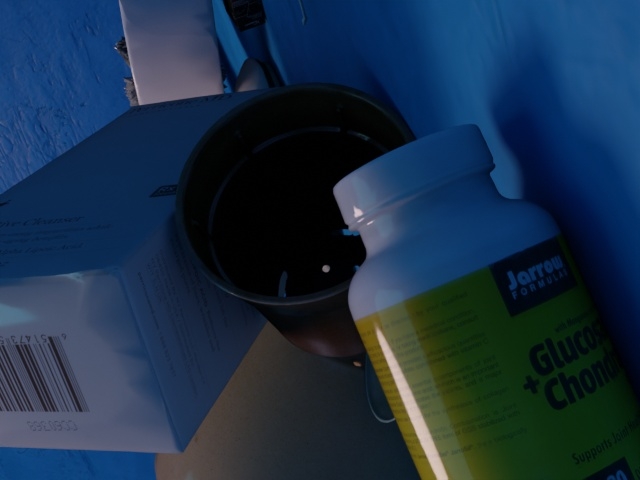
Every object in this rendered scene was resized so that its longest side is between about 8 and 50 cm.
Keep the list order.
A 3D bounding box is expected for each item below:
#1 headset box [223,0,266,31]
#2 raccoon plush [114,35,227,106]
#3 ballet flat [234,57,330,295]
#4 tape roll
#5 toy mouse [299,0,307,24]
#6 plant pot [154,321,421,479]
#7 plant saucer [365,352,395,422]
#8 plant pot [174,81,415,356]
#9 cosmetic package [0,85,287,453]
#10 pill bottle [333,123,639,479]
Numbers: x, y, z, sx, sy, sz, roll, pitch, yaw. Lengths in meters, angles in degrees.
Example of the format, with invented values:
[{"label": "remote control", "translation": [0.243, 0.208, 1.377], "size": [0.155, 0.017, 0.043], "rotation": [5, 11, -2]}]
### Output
[{"label": "headset box", "translation": [-0.090, -0.273, 0.887], "size": [0.062, 0.032, 0.083], "rotation": [-122, 13, -50]}, {"label": "raccoon plush", "translation": [-0.168, -0.198, 1.332], "size": [0.446, 0.216, 0.299], "rotation": [14, 118, 52]}, {"label": "ballet flat", "translation": [-0.052, -0.013, 1.003], "size": [0.139, 0.139, 0.400], "rotation": [-150, 39, -78]}, {"label": "tape roll", "translation": [-0.180, -0.274, 1.013], "size": [0.286, 0.100, 0.286], "rotation": [171, 90, -84]}, {"label": "toy mouse", "translation": [-0.049, -0.252, 0.666], "size": [0.143, 0.031, 0.161], "rotation": [-126, 15, -60]}, {"label": "plant pot", "translation": [-0.002, 0.171, 0.838], "size": [0.191, 0.284, 0.284], "rotation": [-70, 26, 20]}, {"label": "plant saucer", "translation": [0.069, 0.092, 0.698], "size": [0.119, 0.021, 0.119], "rotation": [-168, 90, -73]}, {"label": "plant pot", "translation": [0.000, 0.000, 0.617], "size": [0.167, 0.167, 0.165], "rotation": [63, 179, 29]}, {"label": "cosmetic package", "translation": [-0.147, 0.001, 0.729], "size": [0.385, 0.217, 0.156], "rotation": [-62, -37, -57]}, {"label": "pill bottle", "translation": [0.075, 0.046, 0.382], "size": [0.103, 0.103, 0.184], "rotation": [123, 124, -81]}]
